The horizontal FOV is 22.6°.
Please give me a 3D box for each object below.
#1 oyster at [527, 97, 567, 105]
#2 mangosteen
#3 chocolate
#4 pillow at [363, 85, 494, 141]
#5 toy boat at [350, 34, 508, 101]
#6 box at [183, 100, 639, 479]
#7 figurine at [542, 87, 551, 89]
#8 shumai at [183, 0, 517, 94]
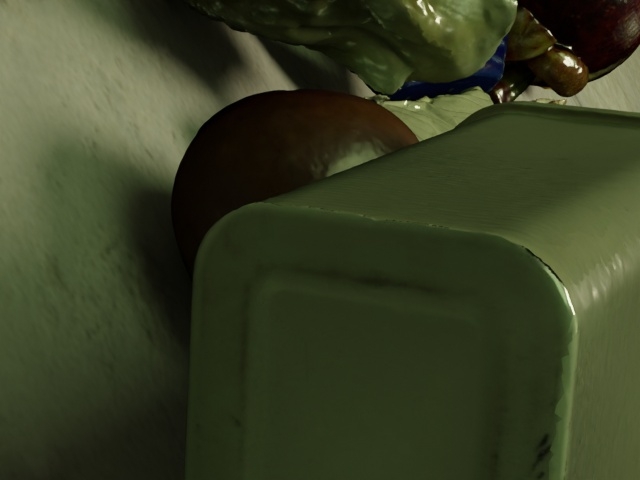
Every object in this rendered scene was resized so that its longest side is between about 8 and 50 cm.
[{"bbox_3d":[0.233,-0.124,1.645,0.083,0.081,0.038,-16,100,-33],"label":"oyster"},{"bbox_3d":[0.211,-0.230,1.562,0.228,0.228,0.265,42,58,-36],"label":"mangosteen"},{"bbox_3d":[0.000,0.000,0.922,0.177,0.177,0.176,45,28,-31],"label":"chocolate"},{"bbox_3d":[0.112,0.015,1.123,0.274,0.076,0.281,60,28,10],"label":"pillow"},{"bbox_3d":[0.030,-0.237,1.265,0.318,0.072,0.219,53,43,-2],"label":"toy boat"},{"bbox_3d":[0.082,0.125,0.751,0.344,0.177,0.352,-21,117,-64],"label":"box"},{"bbox_3d":[0.247,-0.264,1.780,0.246,0.131,0.156,63,6,35],"label":"figurine"},{"bbox_3d":[0.021,-0.188,1.098,0.218,0.189,0.256,41,20,-13],"label":"shumai"}]
